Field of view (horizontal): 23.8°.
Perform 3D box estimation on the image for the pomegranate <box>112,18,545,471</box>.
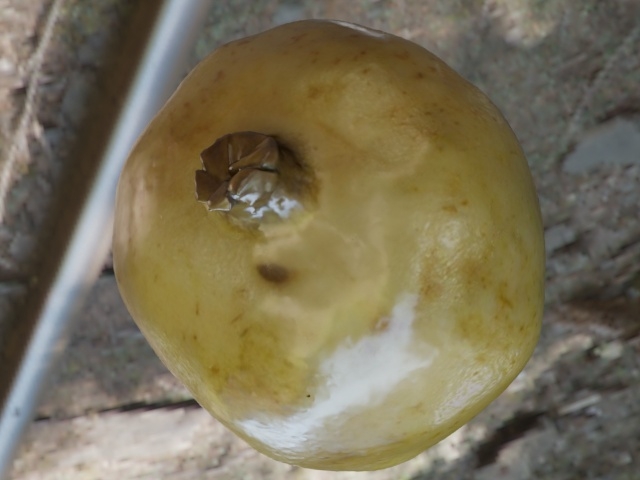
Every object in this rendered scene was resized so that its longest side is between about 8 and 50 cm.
[{"bbox_3d":[0.000,0.000,0.612,0.196,0.196,0.196,-12,147,-8],"label":"pomegranate"}]
